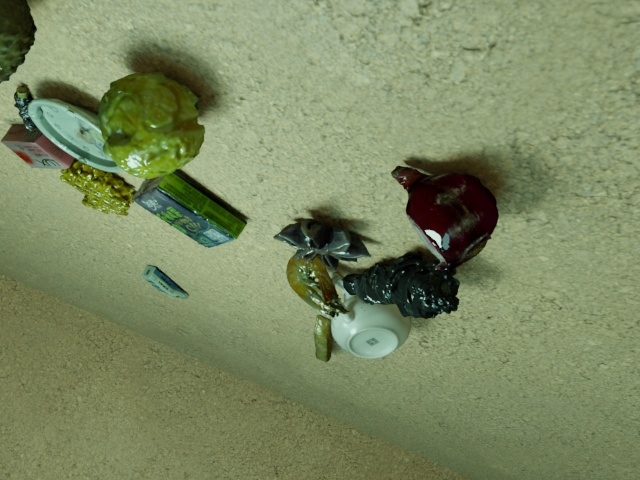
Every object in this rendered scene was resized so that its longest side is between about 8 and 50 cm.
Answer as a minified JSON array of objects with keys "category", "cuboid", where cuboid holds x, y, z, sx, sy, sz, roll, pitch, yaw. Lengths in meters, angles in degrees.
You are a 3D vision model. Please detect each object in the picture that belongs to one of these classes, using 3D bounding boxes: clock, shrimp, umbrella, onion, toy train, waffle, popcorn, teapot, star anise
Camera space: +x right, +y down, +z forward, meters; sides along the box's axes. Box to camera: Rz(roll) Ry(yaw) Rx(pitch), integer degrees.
[{"category":"clock","cuboid":[-0.522,-0.239,1.284,0.236,0.053,0.236,21,155,10]},{"category":"shrimp","cuboid":[-0.008,0.111,1.448,0.217,0.051,0.115,43,123,28]},{"category":"umbrella","cuboid":[0.181,0.107,1.317,0.154,0.128,0.336,46,157,-11]},{"category":"onion","cuboid":[0.207,-0.061,0.961,0.198,0.135,0.173,60,179,11]},{"category":"toy train","cuboid":[-0.564,0.170,2.145,0.052,0.051,0.234,12,153,31]},{"category":"waffle","cuboid":[-0.588,-0.134,1.532,0.197,0.070,0.193,2,149,37]},{"category":"popcorn","cuboid":[-0.299,-0.208,1.043,0.197,0.198,0.212,28,-179,-12]},{"category":"teapot","cuboid":[0.123,0.204,1.540,0.208,0.166,0.300,-23,122,35]},{"category":"umbrella","cuboid":[-0.659,-0.295,1.307,0.037,0.040,0.144,34,153,-2]},{"category":"star anise","cuboid":[0.001,0.001,1.286,0.230,0.081,0.262,15,165,18]}]

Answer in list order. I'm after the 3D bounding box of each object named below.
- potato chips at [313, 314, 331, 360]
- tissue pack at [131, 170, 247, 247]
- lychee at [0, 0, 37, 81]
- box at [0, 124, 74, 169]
[{"category":"potato chips","cuboid":[0.010,0.364,2.021,0.057,0.080,0.407,9,154,6]},{"category":"tissue pack","cuboid":[-0.319,-0.073,1.422,0.235,0.073,0.173,37,152,-26]},{"category":"lychee","cuboid":[-0.588,-0.348,0.899,0.255,0.274,0.255,12,123,18]},{"category":"box","cuboid":[-0.697,-0.230,1.447,0.156,0.060,0.111,7,153,32]}]
